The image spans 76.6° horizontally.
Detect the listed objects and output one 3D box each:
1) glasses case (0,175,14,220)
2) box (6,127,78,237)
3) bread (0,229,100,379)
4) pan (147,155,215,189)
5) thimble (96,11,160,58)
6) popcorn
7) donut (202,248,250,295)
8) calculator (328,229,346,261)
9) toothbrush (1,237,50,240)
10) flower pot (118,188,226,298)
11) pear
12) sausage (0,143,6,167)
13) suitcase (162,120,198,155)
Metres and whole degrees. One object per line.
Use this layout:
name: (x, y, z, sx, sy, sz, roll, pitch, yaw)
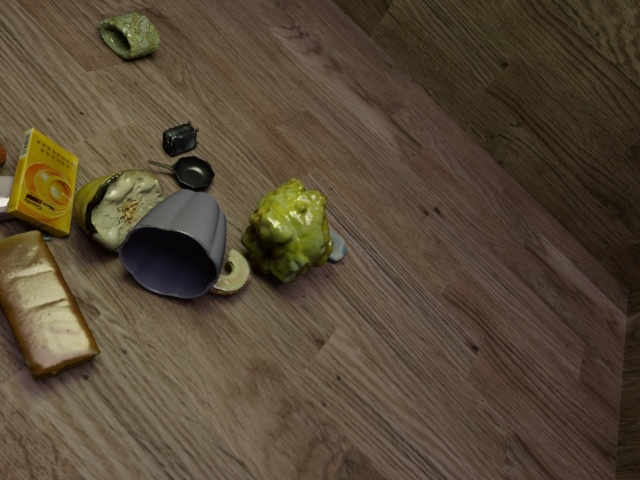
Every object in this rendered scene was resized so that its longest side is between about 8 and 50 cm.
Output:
glasses case: (-0.889, -0.096, 1.001, 0.297, 0.075, 0.113, -13, 70, -36)
box: (-0.743, -0.156, 1.098, 0.152, 0.044, 0.269, 49, 26, -58)
bread: (-0.675, 0.152, 0.968, 0.138, 0.077, 0.361, -24, 75, -41)
pan: (-0.466, -0.241, 1.374, 0.202, 0.048, 0.128, 28, 48, -15)
thimble: (-0.716, -0.770, 1.515, 0.191, 0.137, 0.143, 32, 49, 9)
popcorn: (-0.102, -0.039, 1.317, 0.313, 0.312, 0.312, 16, 54, -22)
donut: (-0.278, 0.113, 1.246, 0.108, 0.065, 0.166, 38, 47, -5)
calculator: (0.000, 0.000, 1.509, 0.210, 0.039, 0.121, 29, 48, -11)
toothbrush: (-0.794, -0.003, 1.041, 0.167, 0.011, 0.014, -2, 56, -32)
flower pot: (-0.386, -0.012, 1.142, 0.265, 0.265, 0.243, 25, 40, -16)
pear: (-0.590, -0.098, 1.133, 0.178, 0.266, 0.266, 15, 46, 18)
sausage: (-0.951, -0.226, 1.015, 0.259, 0.133, 0.133, -5, 64, -37)
suitcase: (-0.489, -0.354, 1.412, 0.059, 0.086, 0.126, 38, 46, 16)
